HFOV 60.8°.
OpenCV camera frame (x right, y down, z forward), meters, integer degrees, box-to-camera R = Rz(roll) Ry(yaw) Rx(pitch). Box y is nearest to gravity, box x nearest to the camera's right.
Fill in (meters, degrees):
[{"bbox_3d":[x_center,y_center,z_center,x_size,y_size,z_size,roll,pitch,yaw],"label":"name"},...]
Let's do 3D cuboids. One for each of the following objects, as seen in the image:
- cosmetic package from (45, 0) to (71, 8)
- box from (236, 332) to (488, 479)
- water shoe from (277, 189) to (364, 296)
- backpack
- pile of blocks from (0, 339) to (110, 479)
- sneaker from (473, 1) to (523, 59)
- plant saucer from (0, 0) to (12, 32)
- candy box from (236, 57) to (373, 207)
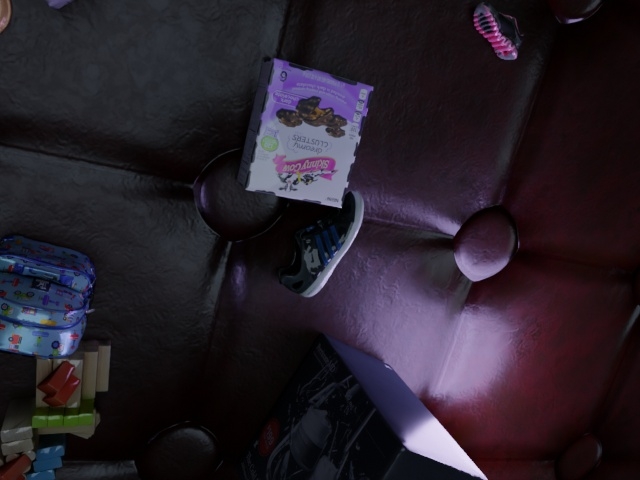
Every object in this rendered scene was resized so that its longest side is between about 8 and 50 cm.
[{"bbox_3d":[-0.303,-0.390,0.625,0.151,0.151,0.184,-34,117,-7],"label":"cosmetic package"},{"bbox_3d":[0.039,0.383,0.905,0.179,0.343,0.313,31,95,-25],"label":"box"},{"bbox_3d":[0.000,0.000,0.912,0.080,0.073,0.203,26,97,-23],"label":"water shoe"},{"bbox_3d":[-0.389,0.081,0.739,0.158,0.173,0.117,20,100,-24],"label":"backpack"},{"bbox_3d":[-0.434,0.320,0.837,0.149,0.112,0.362,30,96,-26],"label":"pile of blocks"},{"bbox_3d":[0.304,-0.363,0.921,0.119,0.047,0.057,38,85,-34],"label":"sneaker"},{"bbox_3d":[-0.435,-0.297,0.684,0.083,0.013,0.084,-6,109,-17],"label":"plant saucer"},{"bbox_3d":[-0.026,-0.163,0.848,0.164,0.070,0.196,9,104,-23],"label":"candy box"}]
